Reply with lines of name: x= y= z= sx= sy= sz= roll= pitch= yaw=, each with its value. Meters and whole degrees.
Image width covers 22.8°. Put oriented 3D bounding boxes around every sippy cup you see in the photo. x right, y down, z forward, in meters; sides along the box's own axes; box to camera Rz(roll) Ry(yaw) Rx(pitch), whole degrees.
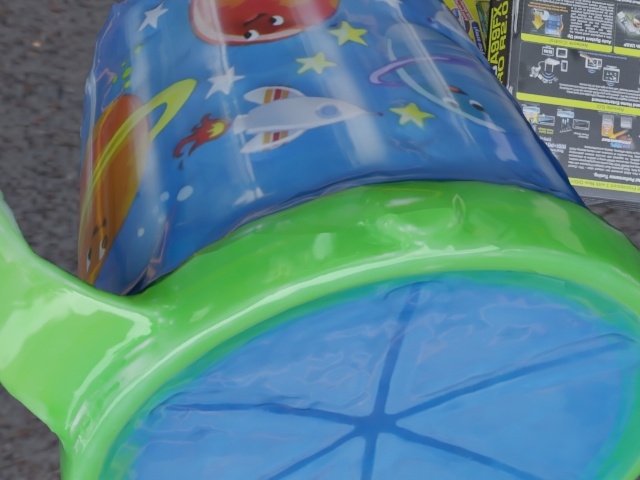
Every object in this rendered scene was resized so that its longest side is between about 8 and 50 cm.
sippy cup: x=0.000 y=0.000 z=0.644 sx=0.240 sy=0.305 sz=0.224 roll=-22 pitch=50 yaw=7

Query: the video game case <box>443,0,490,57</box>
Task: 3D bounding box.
video game case: x=0.181 y=-0.190 z=1.563 sx=0.248 sy=0.035 sz=0.275 roll=-1 pitch=64 yaw=-20

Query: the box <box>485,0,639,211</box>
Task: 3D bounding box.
box: x=0.273 y=-0.134 z=1.357 sx=0.270 sy=0.060 sz=0.216 roll=6 pitch=86 yaw=-15
